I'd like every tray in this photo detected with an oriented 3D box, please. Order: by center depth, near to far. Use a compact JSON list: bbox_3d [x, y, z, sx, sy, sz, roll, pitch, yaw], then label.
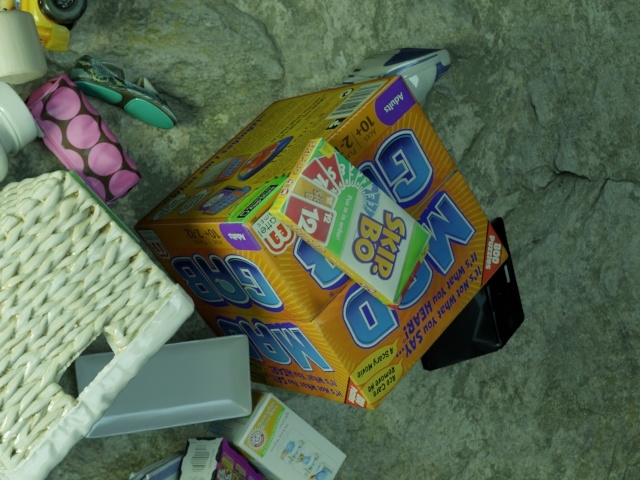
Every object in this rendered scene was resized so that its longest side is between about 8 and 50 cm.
[{"bbox_3d":[-0.245,0.226,1.590,0.270,0.030,0.145,-6,110,-14],"label":"tray"}]

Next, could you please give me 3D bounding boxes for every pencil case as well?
[{"bbox_3d":[-0.363,-0.143,1.521,0.209,0.095,0.098,53,33,-23],"label":"pencil case"}]

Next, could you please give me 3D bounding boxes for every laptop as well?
[{"bbox_3d":[0.292,0.104,2.034,0.264,0.136,0.234,-33,112,-57],"label":"laptop"}]

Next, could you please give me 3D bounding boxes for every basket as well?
[{"bbox_3d":[-0.409,0.109,1.348,0.328,0.331,0.266,-49,115,-24],"label":"basket"}]

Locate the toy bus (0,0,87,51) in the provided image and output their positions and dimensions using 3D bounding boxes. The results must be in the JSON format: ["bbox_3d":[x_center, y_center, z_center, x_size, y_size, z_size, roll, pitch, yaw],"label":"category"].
[{"bbox_3d":[-0.439,-0.395,1.440,0.211,0.149,0.220,5,90,-22],"label":"toy bus"}]

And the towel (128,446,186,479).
[{"bbox_3d":[-0.226,0.481,1.605,0.209,0.034,0.285,-15,98,-66],"label":"towel"}]

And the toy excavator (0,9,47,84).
[{"bbox_3d":[-0.619,-0.190,1.204,0.445,0.433,0.222,-27,105,-62],"label":"toy excavator"}]

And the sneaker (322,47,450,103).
[{"bbox_3d":[0.113,-0.226,1.847,0.315,0.127,0.182,-37,125,-35],"label":"sneaker"}]

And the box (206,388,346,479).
[{"bbox_3d":[-0.075,0.348,1.716,0.203,0.114,0.103,44,66,-27],"label":"box"}]

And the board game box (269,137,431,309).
[{"bbox_3d":[0.054,-0.017,1.416,0.259,0.039,0.124,40,69,-30],"label":"board game box"}]

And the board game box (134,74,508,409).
[{"bbox_3d":[0.000,0.000,1.614,0.356,0.356,0.356,-45,114,-25],"label":"board game box"}]

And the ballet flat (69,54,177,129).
[{"bbox_3d":[-0.302,-0.237,1.580,0.188,0.070,0.070,24,77,-37],"label":"ballet flat"}]

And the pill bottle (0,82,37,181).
[{"bbox_3d":[-0.525,-0.107,1.368,0.272,0.152,0.152,-42,113,-27],"label":"pill bottle"}]

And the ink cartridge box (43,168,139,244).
[{"bbox_3d":[-0.344,-0.012,1.523,0.062,0.109,0.209,-51,117,-22],"label":"ink cartridge box"}]

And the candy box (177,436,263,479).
[{"bbox_3d":[-0.173,0.451,1.599,0.159,0.071,0.233,57,34,-46],"label":"candy box"}]
